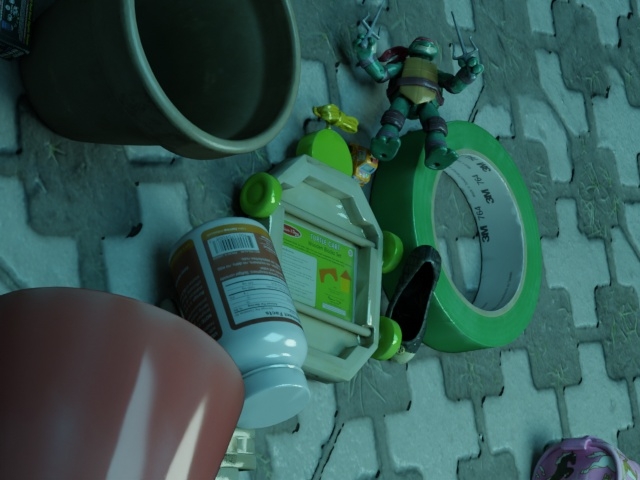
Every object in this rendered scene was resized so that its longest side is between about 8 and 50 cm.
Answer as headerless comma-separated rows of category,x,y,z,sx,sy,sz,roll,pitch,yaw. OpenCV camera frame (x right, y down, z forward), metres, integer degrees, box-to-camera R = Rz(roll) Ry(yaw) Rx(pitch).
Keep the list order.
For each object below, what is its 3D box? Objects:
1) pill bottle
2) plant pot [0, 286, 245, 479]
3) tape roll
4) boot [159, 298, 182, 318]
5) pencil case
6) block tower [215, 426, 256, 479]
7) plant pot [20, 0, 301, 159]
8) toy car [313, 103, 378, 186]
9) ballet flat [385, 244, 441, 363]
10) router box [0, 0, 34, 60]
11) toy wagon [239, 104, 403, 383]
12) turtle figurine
pill bottle,-0.085,0.092,1.703,0.121,0.121,0.216,20,42,-47
plant pot,-0.221,0.214,1.412,0.275,0.275,0.243,42,43,-37
tape roll,0.195,-0.004,2.175,0.321,0.077,0.321,18,67,-49
boot,-0.191,0.118,1.686,0.087,0.042,0.118,9,66,-42
pencil case,0.476,0.420,2.343,0.386,0.160,0.167,30,24,-43
block tower,-0.122,0.365,1.658,0.097,0.091,0.335,13,71,-49
plant pot,-0.186,-0.194,1.624,0.263,0.229,0.263,20,64,-48
toy car,0.036,-0.125,2.037,0.122,0.040,0.060,44,49,-36
ballet flat,0.116,0.085,2.021,0.049,0.057,0.173,-63,167,-67
router box,-0.342,-0.259,1.602,0.092,0.038,0.122,22,64,-46
toy wagon,0.000,0.000,1.936,0.267,0.068,0.344,24,61,-46
turtle figurine,0.132,-0.211,2.079,0.118,0.175,0.234,73,21,-60
